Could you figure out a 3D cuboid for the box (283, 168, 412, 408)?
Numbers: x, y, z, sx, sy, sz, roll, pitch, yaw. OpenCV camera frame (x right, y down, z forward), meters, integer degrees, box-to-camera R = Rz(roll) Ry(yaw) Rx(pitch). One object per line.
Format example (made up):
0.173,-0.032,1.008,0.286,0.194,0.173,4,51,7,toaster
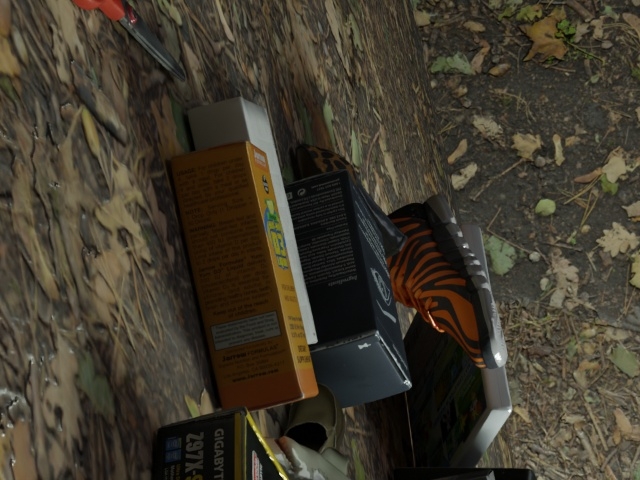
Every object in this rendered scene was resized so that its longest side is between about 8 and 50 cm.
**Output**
0.015,0.055,1.494,0.153,0.108,0.207,59,18,-55,box

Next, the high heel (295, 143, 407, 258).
0.000,0.000,1.677,0.186,0.093,0.261,47,35,-12,high heel

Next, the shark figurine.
0.032,0.291,1.265,0.278,0.116,0.166,42,5,10,shark figurine

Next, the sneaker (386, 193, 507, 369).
0.123,0.076,1.802,0.321,0.180,0.125,-112,-178,-56,sneaker

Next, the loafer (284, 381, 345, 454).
-0.007,0.192,1.383,0.148,0.056,0.050,-90,168,-50,loafer

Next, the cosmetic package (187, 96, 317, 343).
-0.065,-0.011,1.329,0.099,0.060,0.239,6,71,-76,cosmetic package

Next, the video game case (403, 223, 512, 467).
0.185,0.191,1.974,0.329,0.036,0.300,111,-21,-51,video game case

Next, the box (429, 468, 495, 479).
0.115,0.369,1.444,0.056,0.183,0.231,14,62,-77,box

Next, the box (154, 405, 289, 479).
-0.044,0.326,1.000,0.322,0.079,0.257,-93,166,-44,box

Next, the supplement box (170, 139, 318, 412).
-0.067,0.033,1.229,0.078,0.080,0.233,19,56,-79,supplement box

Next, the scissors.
-0.169,-0.187,1.152,0.297,0.021,0.109,62,16,-54,scissors

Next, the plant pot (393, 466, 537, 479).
0.202,0.414,1.849,0.187,0.188,0.167,60,31,-54,plant pot
